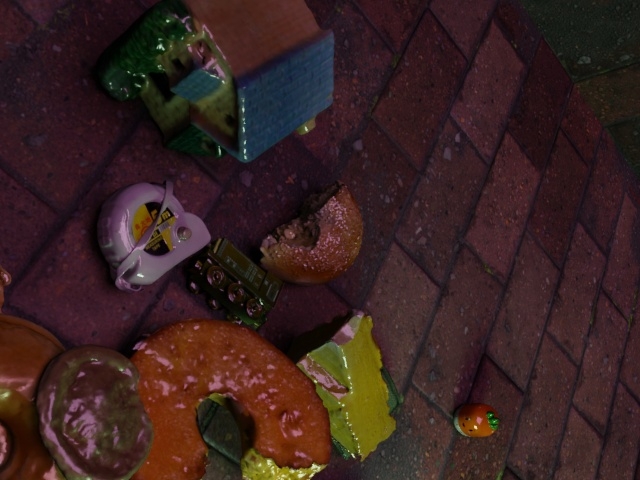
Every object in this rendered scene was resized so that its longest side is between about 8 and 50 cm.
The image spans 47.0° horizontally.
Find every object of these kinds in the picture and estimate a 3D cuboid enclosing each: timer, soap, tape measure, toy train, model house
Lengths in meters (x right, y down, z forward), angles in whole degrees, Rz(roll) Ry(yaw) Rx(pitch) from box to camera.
[{"bbox_3d":[0.457,0.515,2.104,0.136,0.136,0.099,-2,89,-42],"label":"timer"},{"bbox_3d":[0.095,0.334,1.641,0.338,0.304,0.169,45,56,-8],"label":"soap"},{"bbox_3d":[-0.348,-0.020,1.478,0.236,0.120,0.197,-41,115,-44],"label":"tape measure"},{"bbox_3d":[-0.191,0.090,1.626,0.225,0.090,0.137,44,49,-27],"label":"toy train"},{"bbox_3d":[-0.203,-0.313,1.489,0.335,0.382,0.342,-42,108,-38],"label":"model house"}]

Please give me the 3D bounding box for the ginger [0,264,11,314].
[{"bbox_3d":[-0.630,0.069,1.258,0.176,0.053,0.193,-35,113,-40],"label":"ginger"}]

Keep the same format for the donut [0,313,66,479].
[{"bbox_3d":[-0.552,0.337,1.179,0.449,0.198,0.448,11,75,-43],"label":"donut"}]

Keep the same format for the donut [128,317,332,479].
[{"bbox_3d":[-0.214,0.348,1.447,0.435,0.163,0.377,0,61,-32],"label":"donut"}]

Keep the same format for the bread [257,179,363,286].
[{"bbox_3d":[0.000,0.005,1.755,0.314,0.171,0.192,-41,106,-38],"label":"bread"}]

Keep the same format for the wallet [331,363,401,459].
[{"bbox_3d":[0.097,0.412,1.843,0.236,0.055,0.160,-37,102,-36],"label":"wallet"}]

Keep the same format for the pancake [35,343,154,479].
[{"bbox_3d":[-0.364,0.287,1.214,0.222,0.042,0.236,20,59,-49],"label":"pancake"}]
